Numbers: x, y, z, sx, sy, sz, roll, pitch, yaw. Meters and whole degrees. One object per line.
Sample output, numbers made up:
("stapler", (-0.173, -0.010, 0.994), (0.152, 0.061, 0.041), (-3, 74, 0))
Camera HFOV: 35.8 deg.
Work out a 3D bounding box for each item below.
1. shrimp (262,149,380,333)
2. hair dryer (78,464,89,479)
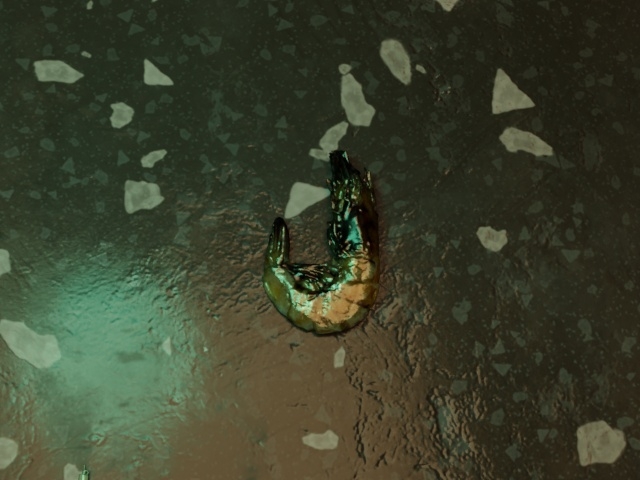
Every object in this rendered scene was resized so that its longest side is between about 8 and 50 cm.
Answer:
("shrimp", (0.000, 0.000, 1.920), (0.233, 0.071, 0.365), (-3, 78, -2))
("hair dryer", (-0.427, 0.457, 1.744), (0.063, 0.038, 0.124), (3, 67, -5))
